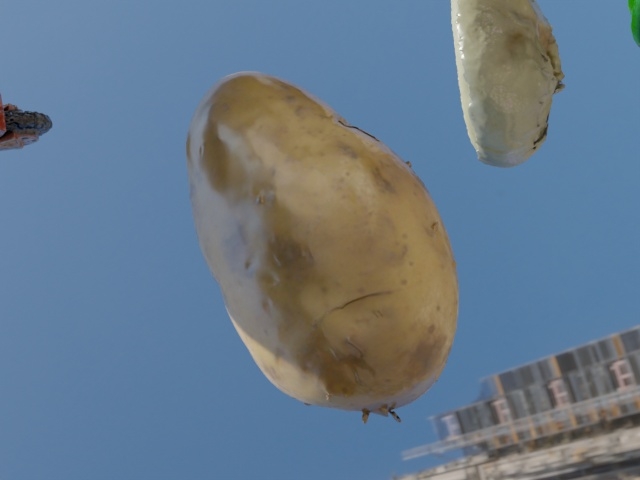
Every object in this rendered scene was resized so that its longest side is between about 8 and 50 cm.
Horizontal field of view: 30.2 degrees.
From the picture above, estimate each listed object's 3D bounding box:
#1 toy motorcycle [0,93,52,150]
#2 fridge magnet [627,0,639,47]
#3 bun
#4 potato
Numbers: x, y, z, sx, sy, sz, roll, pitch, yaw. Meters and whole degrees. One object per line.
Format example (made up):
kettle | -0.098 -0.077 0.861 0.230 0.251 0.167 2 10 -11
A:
toy motorcycle | -0.405 -0.118 1.206 0.298 0.171 0.089 9 -104 -70
fridge magnet | 0.476 -0.334 1.524 0.208 0.208 0.088 -14 -135 -36
bun | 0.269 -0.253 1.687 0.287 0.146 0.287 -9 -90 -79
potato | -0.003 0.003 0.752 0.235 0.161 0.128 40 -157 26
